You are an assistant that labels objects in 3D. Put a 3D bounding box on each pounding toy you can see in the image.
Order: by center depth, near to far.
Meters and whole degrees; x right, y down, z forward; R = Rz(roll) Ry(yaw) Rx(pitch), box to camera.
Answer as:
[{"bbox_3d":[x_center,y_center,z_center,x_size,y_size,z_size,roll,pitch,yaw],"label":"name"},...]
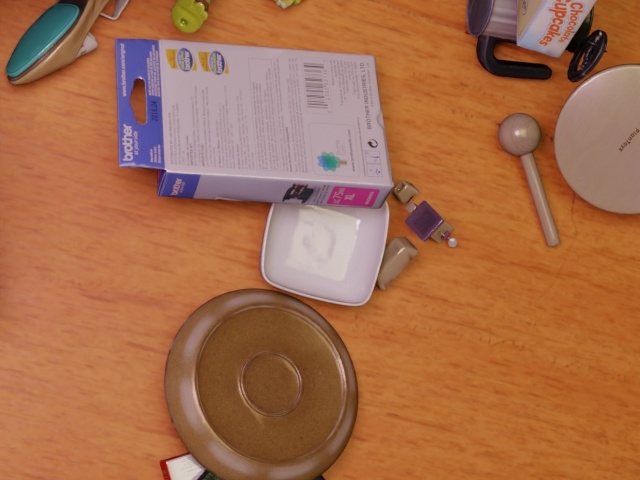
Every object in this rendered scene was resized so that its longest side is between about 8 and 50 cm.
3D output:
[{"bbox_3d":[0.350,-0.122,2.035,0.237,0.110,0.183,-23,102,13],"label":"pounding toy"}]

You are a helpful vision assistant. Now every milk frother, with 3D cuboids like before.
[{"bbox_3d":[0.259,-0.255,1.989,0.134,0.143,0.129,6,89,-16],"label":"milk frother"}]

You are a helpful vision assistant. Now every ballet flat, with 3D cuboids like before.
[{"bbox_3d":[-0.264,-0.256,1.890,0.073,0.080,0.232,41,76,-38],"label":"ballet flat"}]

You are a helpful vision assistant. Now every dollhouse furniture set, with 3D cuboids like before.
[{"bbox_3d":[0.103,0.005,1.989,0.114,0.091,0.081,-48,140,7],"label":"dollhouse furniture set"}]

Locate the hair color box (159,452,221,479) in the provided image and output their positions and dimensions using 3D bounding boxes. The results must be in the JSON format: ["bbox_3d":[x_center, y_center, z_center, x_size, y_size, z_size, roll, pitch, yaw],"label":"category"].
[{"bbox_3d":[-0.126,0.305,1.874,0.072,0.043,0.141,-15,87,-17],"label":"hair color box"}]

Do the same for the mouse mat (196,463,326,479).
[{"bbox_3d":[-0.051,0.306,1.882,0.190,0.007,0.152,52,58,-13],"label":"mouse mat"}]

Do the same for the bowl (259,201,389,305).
[{"bbox_3d":[0.000,0.000,1.938,0.142,0.053,0.142,15,81,-13],"label":"bowl"}]

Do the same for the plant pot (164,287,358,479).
[{"bbox_3d":[-0.059,0.164,1.886,0.236,0.032,0.236,8,69,-22],"label":"plant pot"}]

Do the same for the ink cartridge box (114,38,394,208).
[{"bbox_3d":[-0.081,-0.133,1.897,0.311,0.065,0.186,4,58,-17],"label":"ink cartridge box"}]

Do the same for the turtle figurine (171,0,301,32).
[{"bbox_3d":[-0.129,-0.351,1.920,0.269,0.087,0.217,56,50,-20],"label":"turtle figurine"}]

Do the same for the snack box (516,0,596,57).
[{"bbox_3d":[0.288,-0.391,1.925,0.060,0.187,0.322,14,53,-11],"label":"snack box"}]
